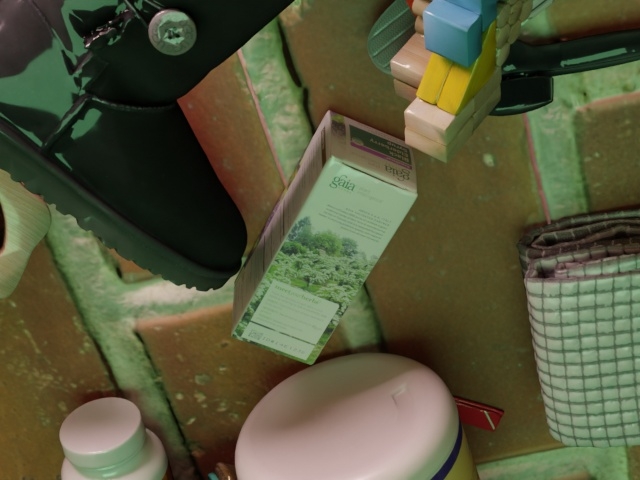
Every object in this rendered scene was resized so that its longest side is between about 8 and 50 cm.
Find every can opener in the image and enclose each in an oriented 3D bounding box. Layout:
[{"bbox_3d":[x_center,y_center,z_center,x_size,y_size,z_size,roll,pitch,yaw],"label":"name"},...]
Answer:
[{"bbox_3d":[0.226,-0.165,1.127,0.186,0.059,0.073,-14,96,-1],"label":"can opener"}]

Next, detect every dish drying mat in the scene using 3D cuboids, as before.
[{"bbox_3d":[0.165,0.195,1.391,0.083,0.008,0.032,17,123,-10],"label":"dish drying mat"}]

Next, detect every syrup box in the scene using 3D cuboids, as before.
[{"bbox_3d":[0.000,0.000,1.211,0.093,0.096,0.237,21,121,-15],"label":"syrup box"}]

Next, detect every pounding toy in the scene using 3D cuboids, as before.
[{"bbox_3d":[-0.369,-0.045,1.124,0.154,0.155,0.269,-42,119,-4],"label":"pounding toy"}]

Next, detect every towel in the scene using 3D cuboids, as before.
[{"bbox_3d":[0.356,0.080,1.249,0.283,0.121,0.235,-9,121,9],"label":"towel"}]

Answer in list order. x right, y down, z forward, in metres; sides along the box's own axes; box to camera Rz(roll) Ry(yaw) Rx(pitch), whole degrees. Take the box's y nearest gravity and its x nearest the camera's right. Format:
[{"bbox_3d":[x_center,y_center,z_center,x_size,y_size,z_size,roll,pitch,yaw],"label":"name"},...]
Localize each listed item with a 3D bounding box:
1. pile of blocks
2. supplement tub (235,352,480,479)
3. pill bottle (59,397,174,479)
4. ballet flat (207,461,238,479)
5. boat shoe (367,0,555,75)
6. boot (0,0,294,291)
[{"bbox_3d":[0.121,-0.250,0.973,0.112,0.149,0.362,28,100,26],"label":"pile of blocks"},{"bbox_3d":[0.067,0.315,1.324,0.241,0.241,0.331,-15,119,10],"label":"supplement tub"},{"bbox_3d":[-0.224,0.288,1.390,0.121,0.121,0.216,-7,124,5],"label":"pill bottle"},{"bbox_3d":[-0.058,0.380,1.467,0.124,0.116,0.343,-14,125,-14],"label":"ballet flat"},{"bbox_3d":[0.152,-0.206,1.082,0.226,0.083,0.075,-25,165,24],"label":"boat shoe"},{"bbox_3d":[-0.069,-0.191,1.071,0.445,0.146,0.367,-46,132,12],"label":"boot"}]
